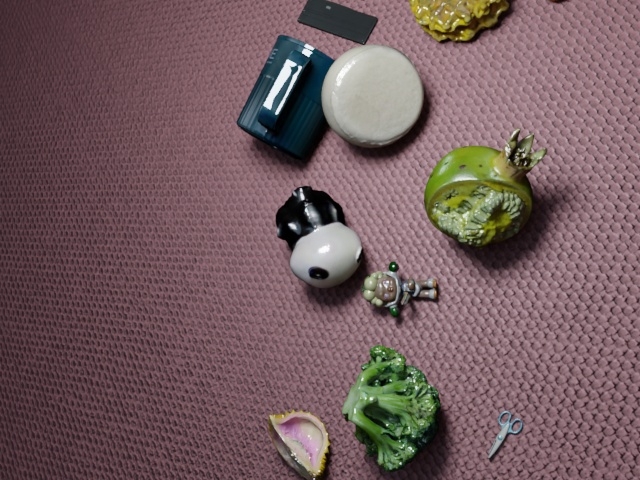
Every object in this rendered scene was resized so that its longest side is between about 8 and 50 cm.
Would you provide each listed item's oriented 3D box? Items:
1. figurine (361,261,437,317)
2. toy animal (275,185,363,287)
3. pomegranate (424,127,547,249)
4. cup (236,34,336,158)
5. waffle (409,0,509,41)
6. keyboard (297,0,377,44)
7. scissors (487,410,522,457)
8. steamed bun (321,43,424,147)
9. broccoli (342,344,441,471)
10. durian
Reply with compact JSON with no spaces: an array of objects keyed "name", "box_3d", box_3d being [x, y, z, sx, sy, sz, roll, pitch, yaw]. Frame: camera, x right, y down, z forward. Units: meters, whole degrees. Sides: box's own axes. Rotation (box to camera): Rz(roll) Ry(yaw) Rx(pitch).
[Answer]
[{"name":"figurine","box_3d":[0.205,0.128,1.734,0.197,0.093,0.147,-3,86,25]},{"name":"toy animal","box_3d":[-0.001,0.005,1.816,0.212,0.212,0.267,-32,68,16]},{"name":"pomegranate","box_3d":[0.402,-0.128,1.597,0.341,0.260,0.260,-50,58,37]},{"name":"cup","box_3d":[-0.075,-0.404,1.912,0.292,0.242,0.308,-61,27,4]},{"name":"waffle","box_3d":[0.370,-0.709,1.840,0.261,0.151,0.324,-31,62,22]},{"name":"keyboard","box_3d":[0.006,-0.715,2.091,0.381,0.041,0.103,30,90,23]},{"name":"scissors","box_3d":[0.433,0.469,1.576,0.058,0.014,0.119,30,88,30]},{"name":"steamed bun","box_3d":[0.136,-0.399,1.828,0.283,0.283,0.177,-55,19,4]},{"name":"broccoli","box_3d":[0.159,0.411,1.608,0.265,0.245,0.295,-36,38,35]},{"name":"durian","box_3d":[-0.058,0.541,1.739,0.182,0.132,0.165,16,96,18]}]
